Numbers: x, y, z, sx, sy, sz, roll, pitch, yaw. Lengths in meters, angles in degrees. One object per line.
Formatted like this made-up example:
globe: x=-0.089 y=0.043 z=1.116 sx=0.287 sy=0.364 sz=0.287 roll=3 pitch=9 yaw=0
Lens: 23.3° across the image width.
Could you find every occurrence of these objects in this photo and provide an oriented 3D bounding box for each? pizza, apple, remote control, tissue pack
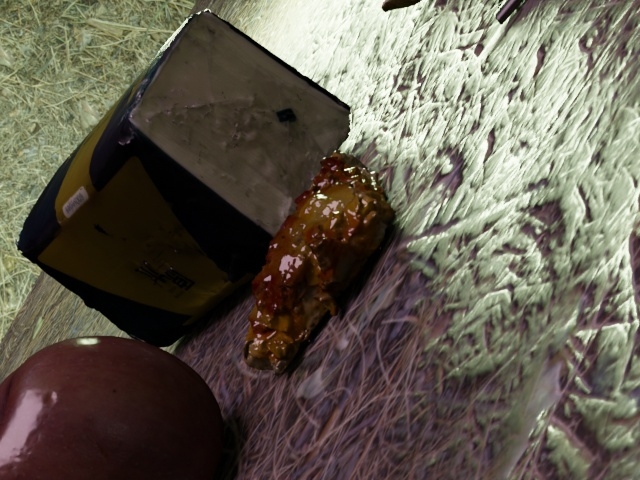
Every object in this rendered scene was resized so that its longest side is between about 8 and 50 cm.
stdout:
pizza: x=0.000 y=0.000 z=1.612 sx=0.229 sy=0.081 sz=0.289 roll=-31 pitch=27 yaw=59
apple: x=-0.249 y=0.236 z=1.612 sx=0.305 sy=0.235 sz=0.305 roll=-50 pitch=16 yaw=20
remote control: x=0.212 y=-0.265 z=1.613 sx=0.091 sy=0.016 sz=0.034 roll=-49 pitch=17 yaw=23
tissue pack: x=-0.178 y=-0.070 z=1.989 sx=0.416 sy=0.264 sz=0.253 roll=-37 pitch=22 yaw=52

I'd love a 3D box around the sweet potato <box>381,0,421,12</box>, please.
sweet potato: x=0.159 y=-0.394 z=1.981 sx=0.249 sy=0.059 sz=0.069 roll=-57 pitch=-23 yaw=-6
